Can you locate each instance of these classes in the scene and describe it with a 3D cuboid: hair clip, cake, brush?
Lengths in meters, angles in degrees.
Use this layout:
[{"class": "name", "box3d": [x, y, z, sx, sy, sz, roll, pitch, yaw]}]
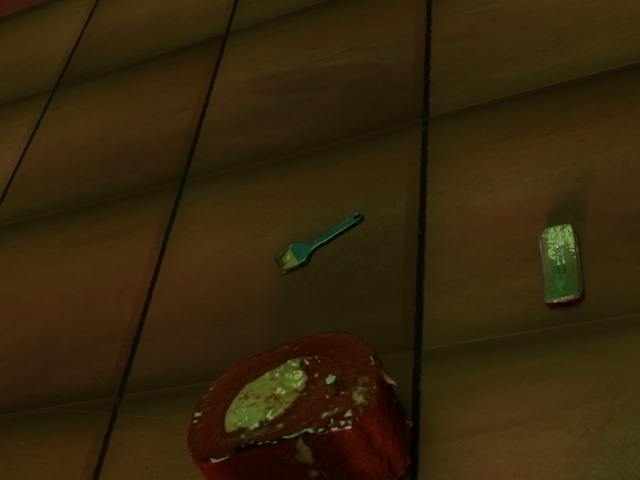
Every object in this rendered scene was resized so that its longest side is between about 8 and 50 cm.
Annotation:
[{"class": "hair clip", "box3d": [0.330, 0.034, 1.208, 0.054, 0.022, 0.137, -13, 45, 21]}, {"class": "cake", "box3d": [-0.023, 0.237, 1.132, 0.282, 0.151, 0.177, -20, 30, 13]}, {"class": "brush", "box3d": [0.000, 0.000, 1.447, 0.164, 0.014, 0.051, -32, 42, -2]}]
